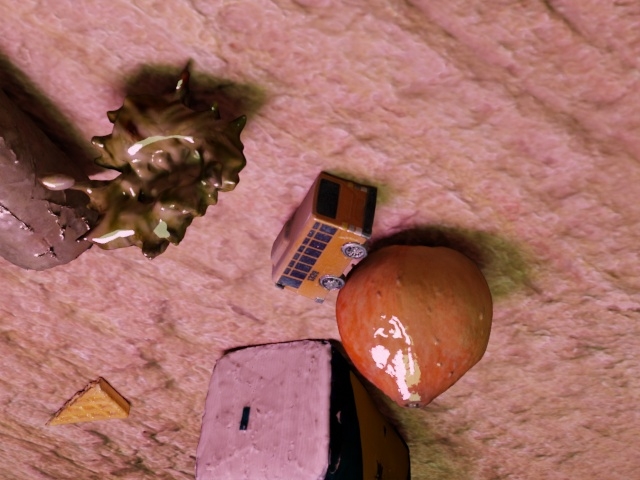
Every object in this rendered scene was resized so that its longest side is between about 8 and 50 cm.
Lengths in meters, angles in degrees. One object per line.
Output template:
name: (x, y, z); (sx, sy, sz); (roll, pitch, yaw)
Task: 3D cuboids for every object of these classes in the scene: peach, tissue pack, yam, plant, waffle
peach: (0.129, 0.119, 1.611); (0.232, 0.232, 0.232); (5, 145, 4)
tissue pack: (-0.013, 0.388, 1.985); (0.253, 0.264, 0.416); (-8, 142, 20)
yam: (-0.413, -0.096, 1.457); (0.168, 0.168, 0.304); (-12, 140, 26)
plant: (-0.197, -0.093, 1.498); (0.251, 0.333, 0.180); (-34, 94, 3)
waffle: (-0.455, 0.298, 2.141); (0.191, 0.032, 0.125); (-9, 144, 20)

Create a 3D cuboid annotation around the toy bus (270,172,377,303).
toy bus: (0.000, 0.000, 1.580); (0.103, 0.091, 0.182); (18, 142, -12)
